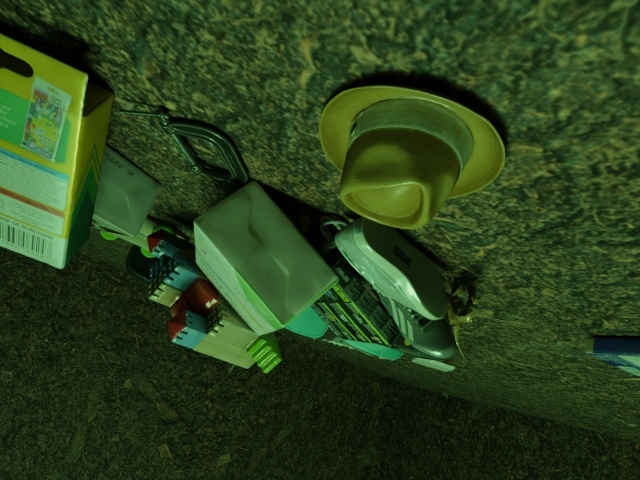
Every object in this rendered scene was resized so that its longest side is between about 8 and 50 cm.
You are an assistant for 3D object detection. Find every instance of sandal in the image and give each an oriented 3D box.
[{"bbox_3d":[-0.381,0.131,1.366,0.446,0.167,0.107,26,143,-20],"label":"sandal"}]

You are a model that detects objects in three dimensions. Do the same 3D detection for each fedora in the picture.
[{"bbox_3d":[0.075,-0.064,0.423,0.195,0.079,0.194,18,161,6],"label":"fedora"}]

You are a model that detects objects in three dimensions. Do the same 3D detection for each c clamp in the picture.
[{"bbox_3d":[-0.172,-0.127,0.604,0.137,0.022,0.160,9,158,16],"label":"c clamp"}]

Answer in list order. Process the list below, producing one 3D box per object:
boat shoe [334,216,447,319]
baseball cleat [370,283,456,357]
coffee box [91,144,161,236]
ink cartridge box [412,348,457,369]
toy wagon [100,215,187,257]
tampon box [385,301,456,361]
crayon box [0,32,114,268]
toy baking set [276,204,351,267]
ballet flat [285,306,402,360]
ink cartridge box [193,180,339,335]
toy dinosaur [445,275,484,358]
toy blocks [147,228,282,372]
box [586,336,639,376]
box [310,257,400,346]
[{"bbox_3d":[0.111,0.047,0.677,0.227,0.079,0.081,43,144,-25],"label":"boat shoe"},{"bbox_3d":[0.149,0.111,0.750,0.206,0.072,0.109,44,164,35],"label":"baseball cleat"},{"bbox_3d":[-0.475,-0.106,0.816,0.298,0.118,0.168,8,159,32],"label":"coffee box"},{"bbox_3d":[0.363,0.364,1.386,0.116,0.067,0.198,16,163,10],"label":"ink cartridge box"},{"bbox_3d":[-0.518,-0.042,1.139,0.345,0.068,0.267,28,160,-22],"label":"toy wagon"},{"bbox_3d":[0.195,0.175,0.909,0.102,0.120,0.161,19,166,-1],"label":"tampon box"},{"bbox_3d":[-0.397,-0.128,0.562,0.203,0.083,0.322,24,128,-12],"label":"crayon box"},{"bbox_3d":[0.001,0.003,0.773,0.257,0.030,0.196,11,160,26],"label":"toy baking set"},{"bbox_3d":[0.037,0.193,1.135,0.409,0.146,0.147,23,162,-9],"label":"ballet flat"},{"bbox_3d":[-0.120,0.059,0.794,0.207,0.119,0.353,49,159,2],"label":"ink cartridge box"},{"bbox_3d":[0.233,0.123,0.745,0.064,0.112,0.211,12,161,21],"label":"toy dinosaur"},{"bbox_3d":[-0.251,0.105,0.959,0.261,0.191,0.381,34,-160,-37],"label":"toy blocks"},{"bbox_3d":[0.584,0.197,0.710,0.137,0.036,0.225,25,163,-15],"label":"box"},{"bbox_3d":[0.037,0.121,0.851,0.190,0.045,0.184,50,151,-14],"label":"box"}]
